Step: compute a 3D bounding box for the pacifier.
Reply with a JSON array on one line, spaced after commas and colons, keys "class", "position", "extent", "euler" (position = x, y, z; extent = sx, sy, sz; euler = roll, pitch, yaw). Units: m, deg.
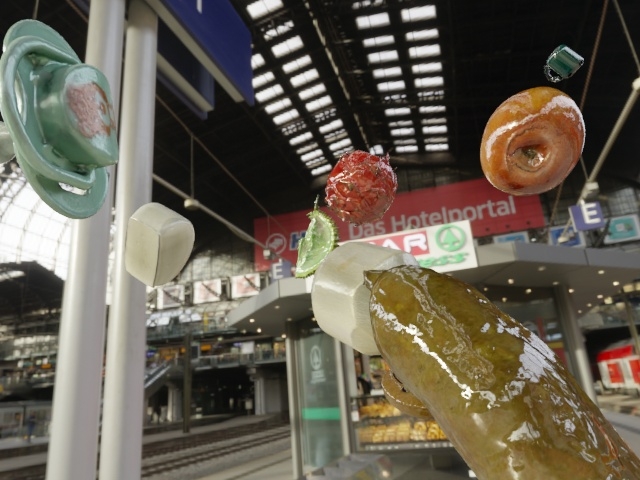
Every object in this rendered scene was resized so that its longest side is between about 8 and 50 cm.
[{"class": "pacifier", "position": [-0.499, -0.196, 0.804], "extent": [0.269, 0.343, 0.288], "euler": [-13, -8, 3]}]

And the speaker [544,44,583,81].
[{"class": "speaker", "position": [0.608, -0.441, 1.194], "extent": [0.060, 0.075, 0.094], "euler": [-41, -11, -37]}]

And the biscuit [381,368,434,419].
[{"class": "biscuit", "position": [0.322, 0.308, 1.185], "extent": [0.368, 0.063, 0.314], "euler": [-25, 16, -24]}]

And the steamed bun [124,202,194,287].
[{"class": "steamed bun", "position": [-0.480, 0.007, 1.413], "extent": [0.146, 0.164, 0.241], "euler": [29, -54, 14]}]

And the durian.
[{"class": "durian", "position": [0.000, 0.000, 1.164], "extent": [0.100, 0.215, 0.086], "euler": [16, -1, -6]}]

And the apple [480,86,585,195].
[{"class": "apple", "position": [0.458, -0.208, 1.025], "extent": [0.211, 0.173, 0.234], "euler": [1, -59, 23]}]

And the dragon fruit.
[{"class": "dragon fruit", "position": [0.133, -0.173, 1.551], "extent": [0.241, 0.252, 0.241], "euler": [7, -12, 1]}]

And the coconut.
[{"class": "coconut", "position": [0.118, 0.126, 1.019], "extent": [0.266, 0.237, 0.237], "euler": [19, 0, 39]}]

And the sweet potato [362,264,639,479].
[{"class": "sweet potato", "position": [0.160, 0.134, 0.511], "extent": [0.158, 0.369, 0.157], "euler": [-26, -35, -20]}]
